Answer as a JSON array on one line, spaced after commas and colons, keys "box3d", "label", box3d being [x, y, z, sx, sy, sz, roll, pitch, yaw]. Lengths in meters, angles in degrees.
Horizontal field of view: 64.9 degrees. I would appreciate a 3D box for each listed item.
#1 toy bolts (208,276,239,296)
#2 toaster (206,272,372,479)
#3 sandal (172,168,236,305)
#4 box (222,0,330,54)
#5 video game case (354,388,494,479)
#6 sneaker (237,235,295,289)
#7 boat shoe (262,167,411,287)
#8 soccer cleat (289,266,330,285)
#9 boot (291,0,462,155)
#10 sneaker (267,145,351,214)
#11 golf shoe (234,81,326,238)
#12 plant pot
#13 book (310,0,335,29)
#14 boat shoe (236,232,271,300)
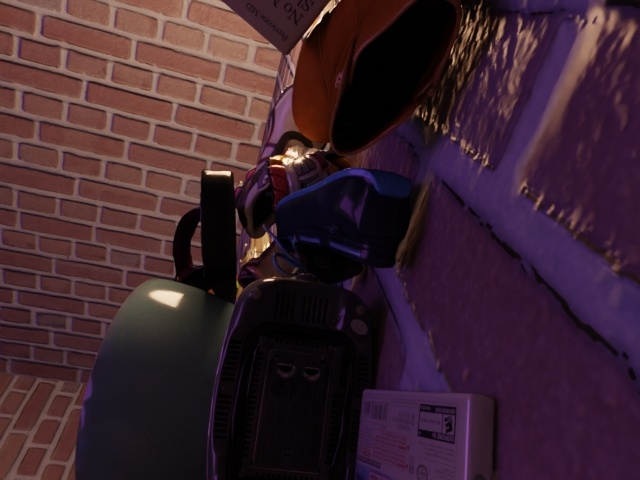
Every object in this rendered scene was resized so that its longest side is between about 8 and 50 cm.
[{"box3d": [-0.229, 0.170, 1.217, 0.228, 0.218, 0.159, -15, -69, -83], "label": "toy bolts"}, {"box3d": [-0.033, 0.148, 0.457, 0.146, 0.129, 0.227, 128, 149, -73], "label": "toaster"}, {"box3d": [-0.186, 0.012, 0.792, 0.446, 0.107, 0.168, 115, 152, -68], "label": "sandal"}, {"box3d": [0.018, -0.310, 0.437, 0.275, 0.113, 0.094, -44, 20, 32], "label": "box"}, {"box3d": [0.052, 0.165, 0.302, 0.157, 0.019, 0.143, 136, 143, -68], "label": "video game case"}, {"box3d": [-0.070, 0.043, 0.768, 0.095, 0.104, 0.236, 113, 166, -51], "label": "sneaker"}, {"box3d": [0.000, 0.000, 0.492, 0.258, 0.109, 0.089, 146, 130, -76], "label": "boat shoe"}, {"box3d": [-0.015, 0.060, 0.635, 0.072, 0.060, 0.179, 103, 179, -59], "label": "soccer cleat"}, {"box3d": [0.027, -0.144, 0.468, 0.295, 0.104, 0.211, -53, 19, 48], "label": "boot"}, {"box3d": [-0.003, -0.078, 0.659, 0.225, 0.092, 0.088, -69, -25, -73], "label": "sneaker"}, {"box3d": [-0.047, -0.122, 0.786, 0.273, 0.105, 0.120, -60, 24, 26], "label": "golf shoe"}, {"box3d": [-0.132, 0.203, 0.622, 0.290, 0.195, 0.290, 7, -90, -87], "label": "plant pot"}, {"box3d": [-0.004, -0.462, 1.115, 0.144, 0.035, 0.096, 118, 156, -55], "label": "book"}, {"box3d": [-0.137, 0.082, 1.020, 0.285, 0.089, 0.105, -97, 0, -54], "label": "boat shoe"}]
